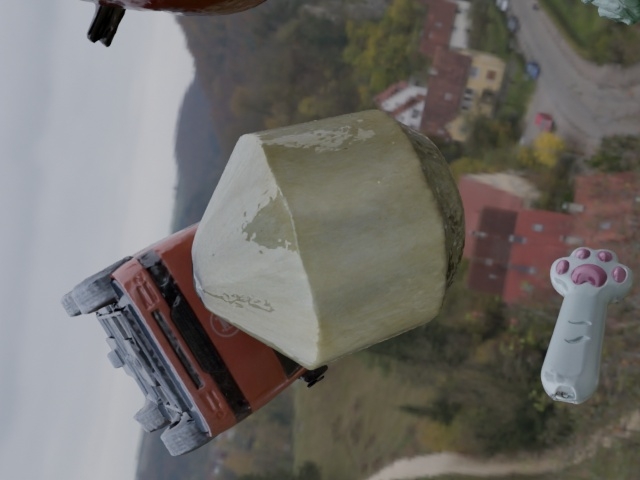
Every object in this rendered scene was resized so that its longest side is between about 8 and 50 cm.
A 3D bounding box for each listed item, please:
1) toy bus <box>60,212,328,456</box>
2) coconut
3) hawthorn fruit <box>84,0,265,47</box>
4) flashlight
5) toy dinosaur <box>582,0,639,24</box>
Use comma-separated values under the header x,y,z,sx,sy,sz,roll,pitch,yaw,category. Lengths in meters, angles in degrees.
x,y,z,sx,sy,sz,roll,pitch,yaw,category
-0.135,0.086,1.138,0.203,0.233,0.427,59,162,-5,toy bus
0.000,0.000,0.838,0.202,0.222,0.202,165,90,-74,coconut
-0.107,-0.306,0.717,0.316,0.316,0.316,-169,90,-84,hawthorn fruit
0.291,0.090,1.134,0.047,0.093,0.200,70,-145,-49,flashlight
0.340,-0.327,1.032,0.383,0.129,0.076,122,154,-71,toy dinosaur
